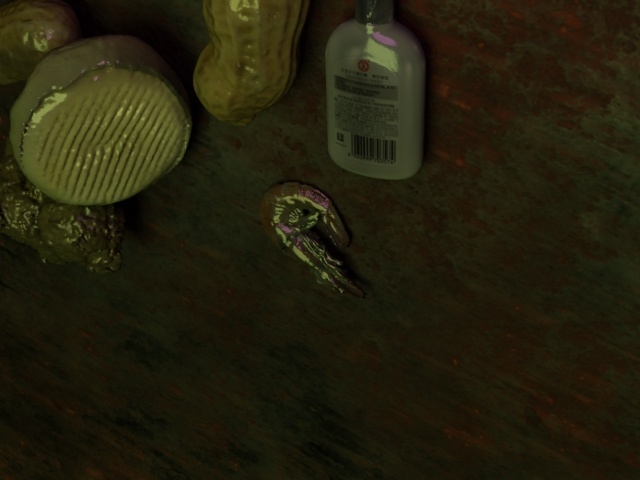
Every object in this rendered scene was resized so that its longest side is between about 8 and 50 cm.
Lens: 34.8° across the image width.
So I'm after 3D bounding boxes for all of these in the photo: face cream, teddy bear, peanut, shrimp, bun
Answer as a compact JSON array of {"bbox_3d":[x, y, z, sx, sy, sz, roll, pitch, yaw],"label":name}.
[{"bbox_3d":[0.070,-0.220,1.342,0.144,0.071,0.291,12,128,22],"label":"face cream"},{"bbox_3d":[-0.435,-0.050,1.715,0.256,0.156,0.267,11,125,23],"label":"teddy bear"},{"bbox_3d":[-0.093,-0.275,1.369,0.147,0.147,0.305,26,136,13],"label":"peanut"},{"bbox_3d":[-0.451,-0.303,1.563,0.224,0.129,0.129,-1,121,34],"label":"peanut"},{"bbox_3d":[0.000,0.000,1.563,0.223,0.047,0.126,44,123,-1],"label":"shrimp"},{"bbox_3d":[-0.331,-0.185,1.520,0.146,0.287,0.287,60,147,39],"label":"bun"}]
